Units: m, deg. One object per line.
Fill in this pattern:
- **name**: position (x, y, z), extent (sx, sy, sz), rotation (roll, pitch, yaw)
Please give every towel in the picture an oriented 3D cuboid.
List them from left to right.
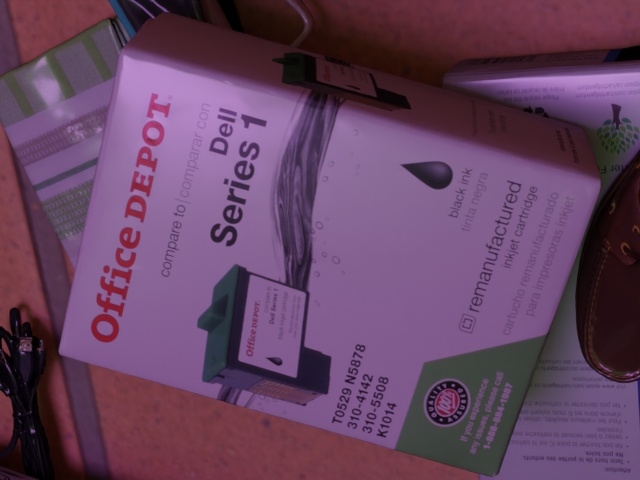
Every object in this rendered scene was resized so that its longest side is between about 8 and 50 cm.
- **towel**: position (-0.131, -0.046, 0.768), extent (0.113, 0.023, 0.152), rotation (-22, 100, 24)

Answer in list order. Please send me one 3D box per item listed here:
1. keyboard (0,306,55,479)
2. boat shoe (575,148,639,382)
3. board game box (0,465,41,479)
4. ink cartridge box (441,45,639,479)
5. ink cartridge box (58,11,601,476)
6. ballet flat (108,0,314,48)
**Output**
- **keyboard**: position (-0.252, 0.142, 0.873), extent (0.201, 0.033, 0.317), rotation (1, 110, 24)
- **boat shoe**: position (0.161, -0.008, 0.592), extent (0.064, 0.060, 0.178), rotation (23, 114, 10)
- **board game box**: position (-0.125, 0.269, 0.807), extent (0.305, 0.053, 0.193), rotation (14, 110, 19)
- **ink cartridge box**: position (0.163, 0.064, 0.684), extent (0.165, 0.065, 0.332), rotation (-1, 107, 18)
- **ink cartridge box**: position (0.000, 0.000, 0.608), extent (0.219, 0.092, 0.160), rotation (15, 111, 0)
- **ballet flat**: position (-0.038, -0.076, 0.690), extent (0.096, 0.095, 0.280), rotation (-23, 100, 15)
